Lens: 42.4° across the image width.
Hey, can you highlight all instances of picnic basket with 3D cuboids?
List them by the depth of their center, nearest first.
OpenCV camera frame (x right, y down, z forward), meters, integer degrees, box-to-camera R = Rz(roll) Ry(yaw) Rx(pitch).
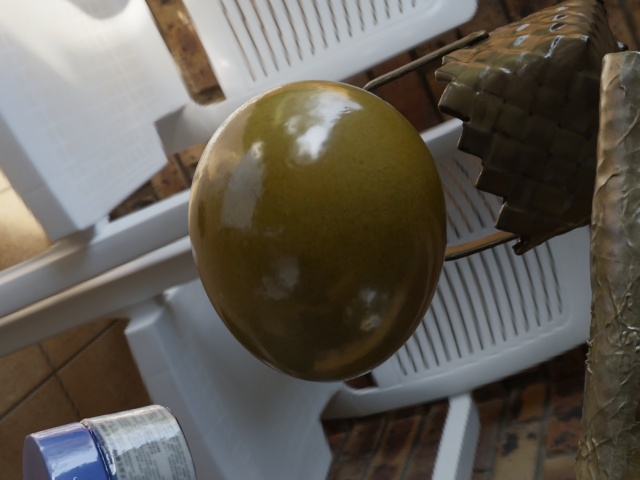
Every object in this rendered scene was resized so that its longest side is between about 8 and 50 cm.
[{"bbox_3d":[0.221,-0.124,0.990,0.254,0.320,0.291,62,29,-15],"label":"picnic basket"}]

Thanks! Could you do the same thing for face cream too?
[{"bbox_3d":[-0.328,0.401,1.302,0.225,0.249,0.249,-8,77,-30],"label":"face cream"}]

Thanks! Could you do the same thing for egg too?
[{"bbox_3d":[0.000,0.000,0.816,0.250,0.250,0.323,-73,160,-52],"label":"egg"}]

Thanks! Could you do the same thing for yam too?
[{"bbox_3d":[0.246,0.031,0.645,0.081,0.081,0.357,10,85,-62],"label":"yam"}]
